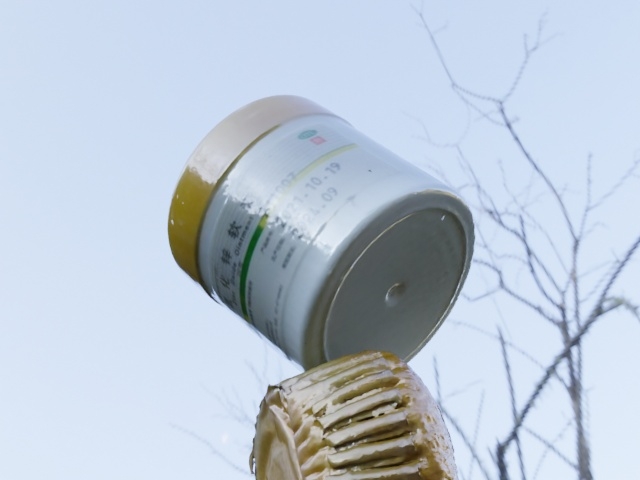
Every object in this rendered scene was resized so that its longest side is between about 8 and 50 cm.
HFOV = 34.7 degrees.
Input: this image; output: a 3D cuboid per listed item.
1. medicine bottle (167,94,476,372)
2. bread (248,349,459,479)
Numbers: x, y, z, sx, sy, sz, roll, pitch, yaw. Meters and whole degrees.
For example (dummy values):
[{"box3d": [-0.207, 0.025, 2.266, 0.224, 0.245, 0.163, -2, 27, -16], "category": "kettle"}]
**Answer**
[{"box3d": [0.000, 0.000, 1.052, 0.238, 0.232, 0.238, -27, -45, -31], "category": "medicine bottle"}, {"box3d": [0.033, 0.212, 0.894, 0.139, 0.240, 0.240, 2, -47, -21], "category": "bread"}]
